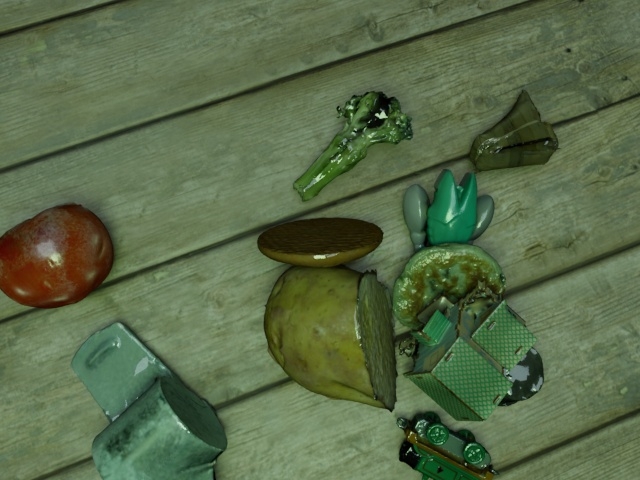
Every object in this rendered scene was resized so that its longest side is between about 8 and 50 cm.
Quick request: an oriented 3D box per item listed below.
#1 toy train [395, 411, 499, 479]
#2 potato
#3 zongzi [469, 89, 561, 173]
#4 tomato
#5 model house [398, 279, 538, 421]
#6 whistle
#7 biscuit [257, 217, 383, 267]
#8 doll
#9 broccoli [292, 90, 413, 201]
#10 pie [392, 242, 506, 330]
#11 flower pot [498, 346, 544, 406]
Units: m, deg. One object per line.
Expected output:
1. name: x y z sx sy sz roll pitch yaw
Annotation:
1. toy train: 0.247 0.439 1.030 0.227 0.091 0.136 25 88 3
2. potato: 0.008 0.188 1.009 0.237 0.301 0.289 -9 64 18
3. zongzi: 0.432 -0.261 1.190 0.194 0.099 0.198 -10 68 -5
4. tomato: -0.527 0.038 1.021 0.232 0.232 0.189 -35 103 -9
5. model house: 0.252 0.222 0.955 0.178 0.206 0.271 44 119 -6
6. whistle: -0.336 0.341 1.004 0.168 0.188 0.405 -43 50 -5
7. biscuit: 0.000 0.001 1.045 0.261 0.262 0.037 -4 107 -4
8. doll: 0.260 -0.031 1.118 0.195 0.153 0.258 33 95 -14
9. broccoli: 0.061 -0.203 1.147 0.304 0.165 0.145 -41 114 3
10. pie: 0.269 0.112 1.068 0.240 0.054 0.241 1 113 2
11. flower pot: 0.390 0.268 1.065 0.157 0.107 0.158 1 76 -2
